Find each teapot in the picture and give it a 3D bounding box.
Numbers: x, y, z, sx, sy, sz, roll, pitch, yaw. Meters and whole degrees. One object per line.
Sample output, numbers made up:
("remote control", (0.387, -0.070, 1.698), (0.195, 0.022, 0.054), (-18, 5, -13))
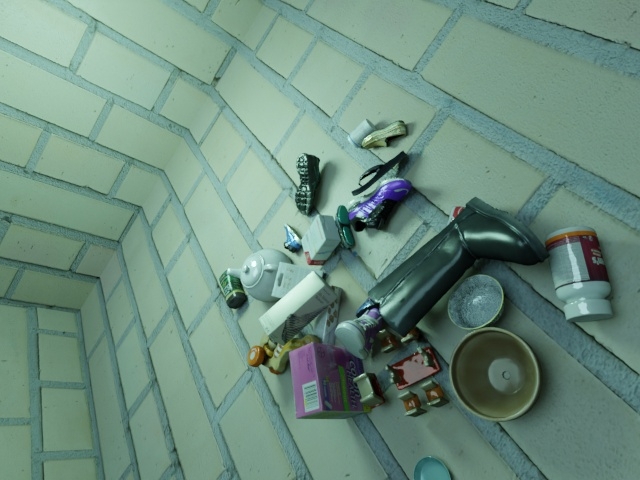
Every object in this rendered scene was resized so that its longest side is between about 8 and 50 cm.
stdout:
("teapot", (-0.252, 0.140, 1.948), (0.256, 0.187, 0.252), (-51, 47, 17))

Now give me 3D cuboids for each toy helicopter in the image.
("toy helicopter", (-0.120, 0.388, 1.745), (0.355, 0.140, 0.234), (-15, 53, 48))

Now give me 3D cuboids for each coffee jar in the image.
("coffee jar", (-0.416, 0.231, 2.151), (0.096, 0.079, 0.184), (-47, 48, 21))

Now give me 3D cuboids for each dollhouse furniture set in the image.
("dollhouse furniture set", (0.246, 0.424, 1.419), (0.259, 0.135, 0.262), (-32, 53, 18))

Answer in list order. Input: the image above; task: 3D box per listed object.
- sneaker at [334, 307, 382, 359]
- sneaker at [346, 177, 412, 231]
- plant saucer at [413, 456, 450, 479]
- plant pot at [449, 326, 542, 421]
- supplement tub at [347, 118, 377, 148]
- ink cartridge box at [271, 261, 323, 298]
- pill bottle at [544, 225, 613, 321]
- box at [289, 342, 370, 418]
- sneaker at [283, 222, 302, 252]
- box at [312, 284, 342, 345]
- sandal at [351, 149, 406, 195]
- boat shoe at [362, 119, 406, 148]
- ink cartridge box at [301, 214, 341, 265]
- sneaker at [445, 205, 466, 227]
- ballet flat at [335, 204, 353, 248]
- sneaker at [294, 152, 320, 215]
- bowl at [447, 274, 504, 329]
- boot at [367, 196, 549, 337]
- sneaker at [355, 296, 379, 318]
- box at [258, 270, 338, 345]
("sneaker", (0.131, 0.270, 1.452), (0.102, 0.282, 0.161), (27, 72, 20))
("sneaker", (0.220, -0.113, 1.651), (0.293, 0.102, 0.146), (-30, 55, 43))
("plant saucer", (0.322, 0.680, 1.292), (0.119, 0.021, 0.119), (-18, 63, 40))
("plant pot", (0.475, 0.356, 1.204), (0.237, 0.110, 0.237), (-20, 61, 39))
("supplement tub", (0.169, -0.433, 1.842), (0.107, 0.071, 0.071), (-40, 50, 26))
("ink cartridge box", (-0.089, 0.175, 1.804), (0.179, 0.045, 0.145), (12, 81, 6))
("pill bottle", (0.646, 0.085, 1.133), (0.121, 0.121, 0.221), (-21, 61, 38))
("box", (0.032, 0.468, 1.499), (0.117, 0.243, 0.213), (-30, 55, 33))
("sneaker", (-0.138, -0.007, 1.986), (0.084, 0.058, 0.152), (-47, 53, 9))
("box", (0.016, 0.328, 1.699), (0.067, 0.063, 0.323), (-6, 70, 45))
("sandal", (0.205, -0.252, 1.674), (0.254, 0.054, 0.097), (-41, 2, -10))
("boat shoe", (0.246, -0.393, 1.759), (0.190, 0.068, 0.072), (-24, 70, 36))
("ink cartridge box", (0.000, 0.000, 1.797), (0.175, 0.072, 0.127), (-54, 41, 44))
("sneaker", (0.443, -0.054, 1.445), (0.067, 0.042, 0.118), (4, 75, 49))
("ballet flat", (0.082, -0.050, 1.785), (0.070, 0.070, 0.188), (-29, 54, 34))
("sneaker", (-0.043, -0.242, 1.964), (0.101, 0.106, 0.267), (12, 103, 41))
("bowl", (0.458, 0.190, 1.295), (0.170, 0.080, 0.170), (-33, 37, 30))
("boot", (0.360, 0.102, 1.276), (0.445, 0.146, 0.367), (-41, 17, 7))
("sneaker", (0.203, 0.206, 1.563), (0.221, 0.083, 0.087), (-47, 14, 32))
("box", (-0.080, 0.247, 1.644), (0.275, 0.113, 0.094), (-42, 45, 3))
